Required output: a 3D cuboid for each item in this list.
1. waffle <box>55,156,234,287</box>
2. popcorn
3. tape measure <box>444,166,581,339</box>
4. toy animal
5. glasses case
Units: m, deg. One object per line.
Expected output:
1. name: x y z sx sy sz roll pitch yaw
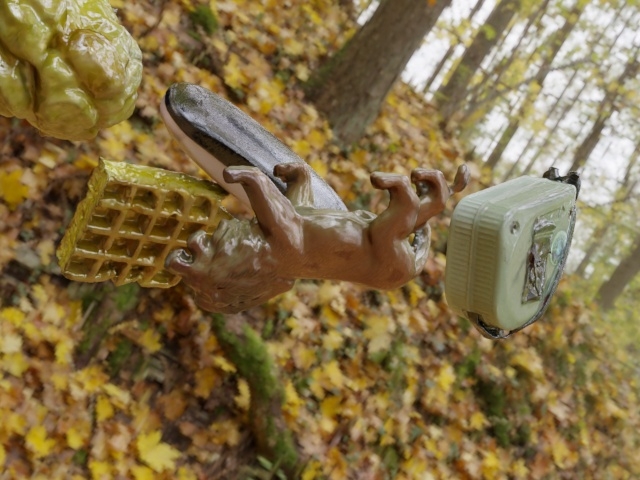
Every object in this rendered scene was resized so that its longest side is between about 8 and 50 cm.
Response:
1. waffle: -0.205 -0.010 1.143 0.210 0.160 0.055 11 33 -38
2. popcorn: -0.359 -0.255 1.225 0.252 0.215 0.286 94 -27 -52
3. tape measure: 0.278 0.021 1.259 0.115 0.207 0.235 14 23 39
4. toy animal: 0.000 0.000 0.918 0.312 0.158 0.097 2 13 -5
5. glasses case: -0.076 -0.089 1.172 0.314 0.075 0.122 37 25 -24
